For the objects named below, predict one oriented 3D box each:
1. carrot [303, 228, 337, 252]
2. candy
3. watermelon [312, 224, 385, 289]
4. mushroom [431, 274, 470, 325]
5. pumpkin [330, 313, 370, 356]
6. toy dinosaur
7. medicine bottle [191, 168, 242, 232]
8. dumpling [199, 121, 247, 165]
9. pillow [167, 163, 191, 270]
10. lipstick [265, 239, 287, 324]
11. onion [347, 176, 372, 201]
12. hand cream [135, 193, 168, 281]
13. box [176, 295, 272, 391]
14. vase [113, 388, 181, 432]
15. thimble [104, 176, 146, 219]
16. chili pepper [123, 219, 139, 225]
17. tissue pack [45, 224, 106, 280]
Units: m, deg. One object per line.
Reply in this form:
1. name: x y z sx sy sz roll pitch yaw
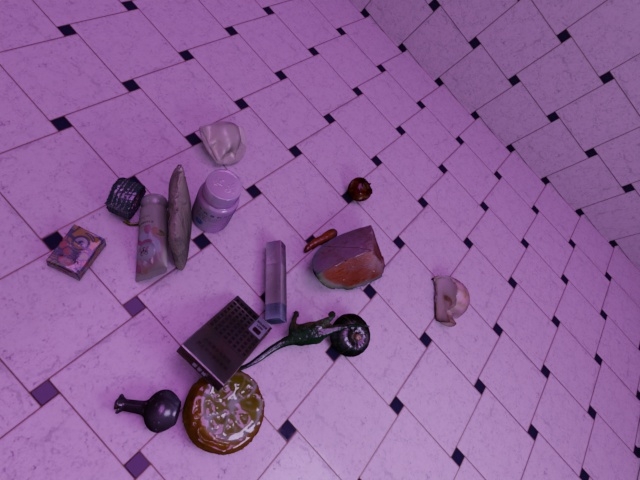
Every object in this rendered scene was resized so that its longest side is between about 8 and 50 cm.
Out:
1. carrot: 0.000 0.000 1.749 0.191 0.047 0.047 -30 82 -34
2. candy: -0.301 0.536 1.279 0.259 0.118 0.260 13 61 -25
3. watermelon: 0.133 0.108 1.686 0.292 0.319 0.222 -22 109 3
4. mushroom: 0.640 0.276 1.875 0.173 0.162 0.236 14 62 -19
5. pumpkin: 0.118 0.369 1.578 0.167 0.125 0.167 21 52 -28
6. toy dinosaur: -0.064 0.358 1.433 0.301 0.446 0.087 -54 134 -63
7. medicine bottle: -0.382 -0.142 1.489 0.151 0.254 0.152 11 62 -22
8. dumpling: -0.401 -0.410 1.712 0.252 0.131 0.179 -27 100 -56
9. pillow: -0.489 -0.070 1.389 0.076 0.274 0.281 0 66 -13
10. lipstick: -0.171 0.156 1.552 0.068 0.066 0.318 -10 63 13
11. onion: 0.183 -0.241 1.924 0.118 0.118 0.117 -27 84 -35
12. hand cream: -0.581 -0.015 1.406 0.093 0.147 0.306 34 44 -59
13. box: -0.304 0.326 1.341 0.180 0.047 0.325 43 28 1
14. vase: -0.513 0.497 1.196 0.182 0.120 0.120 12 60 -7
15. thimble: -0.683 -0.148 1.419 0.090 0.118 0.135 22 67 -11
16. chili pepper: -0.661 -0.067 1.451 0.083 0.017 0.030 -18 66 -35
17. tissue pack: -0.785 0.039 1.305 0.108 0.060 0.148 28 57 -12
